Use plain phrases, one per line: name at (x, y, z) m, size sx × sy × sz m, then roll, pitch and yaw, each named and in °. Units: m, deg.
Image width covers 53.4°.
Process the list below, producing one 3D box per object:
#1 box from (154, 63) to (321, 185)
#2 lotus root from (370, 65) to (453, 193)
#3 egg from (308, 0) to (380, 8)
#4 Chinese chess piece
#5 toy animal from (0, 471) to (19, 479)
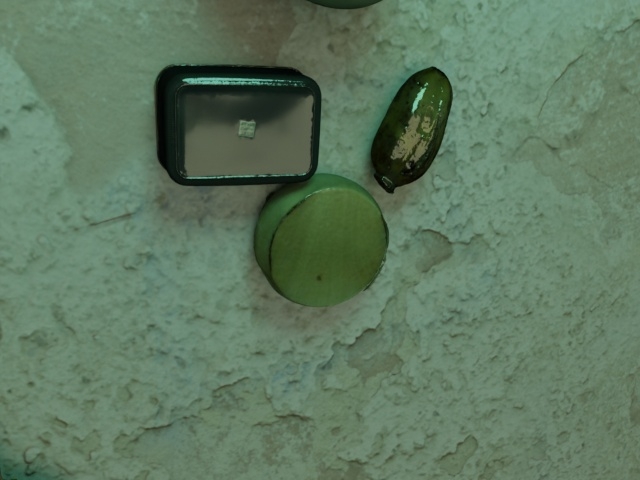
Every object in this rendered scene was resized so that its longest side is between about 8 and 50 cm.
box at (-0.101, -0.142, 0.794) m, size 0.200 × 0.090 × 0.145 m, roll -2°, pitch 110°, yaw -18°
lotus root at (0.126, -0.149, 0.873) m, size 0.089 × 0.080 × 0.180 m, roll 23°, pitch 96°, yaw -11°
egg at (-0.017, -0.419, 0.647) m, size 0.229 × 0.230 × 0.371 m, roll -33°, pitch 111°, yaw -5°
Chinese chess piece at (0.000, 0.000, 0.887) m, size 0.188 × 0.083 × 0.189 m, roll -8°, pitch 112°, yaw -19°
toy animal at (-0.443, 0.375, 0.840) m, size 0.248 × 0.149 × 0.165 m, roll 40°, pitch 78°, yaw -37°
